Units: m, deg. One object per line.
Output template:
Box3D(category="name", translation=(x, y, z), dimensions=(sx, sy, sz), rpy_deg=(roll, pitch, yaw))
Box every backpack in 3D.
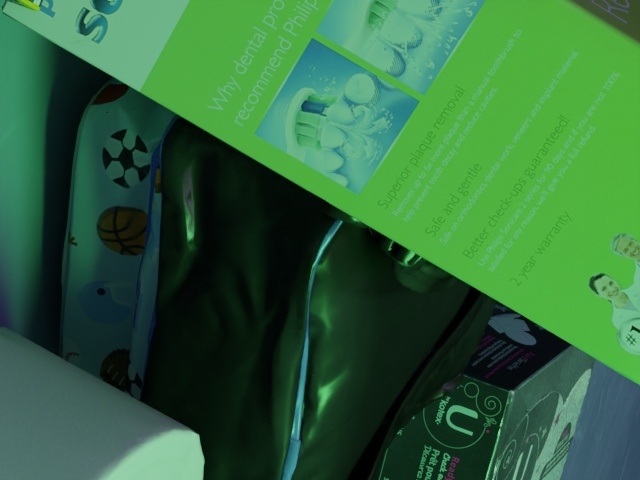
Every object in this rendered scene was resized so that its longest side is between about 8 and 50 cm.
Box3D(category="backpack", translation=(0.000, 0.000, 0.880), dimensions=(0.263, 0.213, 0.276), rpy_deg=(-37, 150, -47))

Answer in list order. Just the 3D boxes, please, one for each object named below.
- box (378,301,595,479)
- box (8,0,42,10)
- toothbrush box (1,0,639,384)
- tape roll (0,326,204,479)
Box3D(category="box", translation=(0.110, 0.138, 1.349), dimensions=(0.247, 0.142, 0.163), rpy_deg=(-20, 126, -63))
Box3D(category="box", translation=(-0.129, -0.118, 0.472), dimensions=(0.054, 0.059, 0.169), rpy_deg=(-68, 158, -1))
Box3D(category="toothbrush box", translation=(0.048, -0.099, 0.691), dimensions=(0.122, 0.283, 0.206), rpy_deg=(-59, -175, 28))
Box3D(category="tape roll", translation=(-0.162, 0.182, 0.720), dimensions=(0.286, 0.100, 0.286), rpy_deg=(-58, 168, -21))
